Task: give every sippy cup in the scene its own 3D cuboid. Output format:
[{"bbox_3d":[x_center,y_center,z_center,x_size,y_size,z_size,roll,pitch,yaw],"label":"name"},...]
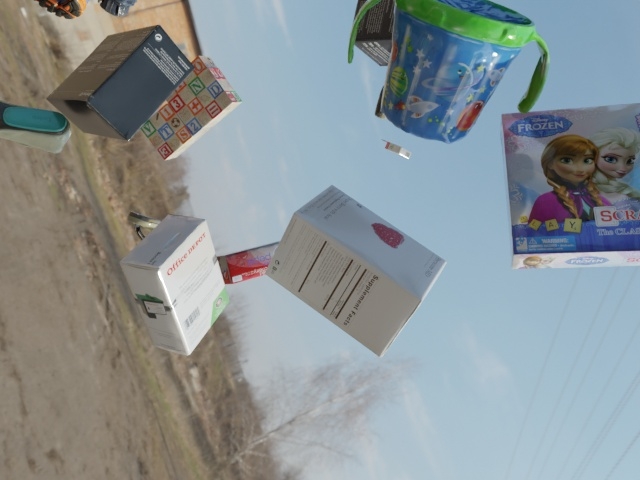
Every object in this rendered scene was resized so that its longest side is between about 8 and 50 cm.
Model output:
[{"bbox_3d":[0.213,-0.299,1.025,0.305,0.240,0.224,34,-55,25],"label":"sippy cup"}]

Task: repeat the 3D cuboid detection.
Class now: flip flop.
[{"bbox_3d":[-0.511,-0.022,1.800,0.277,0.112,0.080,73,31,-80],"label":"flip flop"}]

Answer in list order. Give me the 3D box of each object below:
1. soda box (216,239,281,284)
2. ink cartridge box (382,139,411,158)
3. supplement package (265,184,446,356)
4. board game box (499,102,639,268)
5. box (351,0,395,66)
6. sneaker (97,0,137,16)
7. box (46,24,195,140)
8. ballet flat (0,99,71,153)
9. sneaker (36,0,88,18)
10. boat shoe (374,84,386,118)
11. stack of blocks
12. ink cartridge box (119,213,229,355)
[{"bbox_3d":[-0.162,0.054,1.685,0.092,0.263,0.083,-9,-86,58],"label":"soda box"},{"bbox_3d":[0.272,-0.335,2.179,0.115,0.063,0.029,32,-81,46],"label":"ink cartridge box"},{"bbox_3d":[0.072,0.055,1.208,0.293,0.177,0.175,35,-55,9],"label":"supplement package"},{"bbox_3d":[0.504,-0.105,1.089,0.066,0.319,0.318,67,24,-59],"label":"board game box"},{"bbox_3d":[0.197,-0.479,1.358,0.207,0.153,0.108,10,-93,34],"label":"box"},{"bbox_3d":[-0.532,-0.664,1.550,0.086,0.163,0.226,37,20,-10],"label":"sneaker"},{"bbox_3d":[-0.374,-0.288,1.093,0.261,0.184,0.103,19,-26,51],"label":"box"},{"bbox_3d":[-0.590,-0.215,1.083,0.086,0.248,0.086,-166,-90,-69],"label":"ballet flat"},{"bbox_3d":[-0.415,-0.405,0.825,0.221,0.087,0.083,36,-33,-20],"label":"sneaker"},{"bbox_3d":[0.255,-0.404,1.664,0.120,0.324,0.122,21,-52,14],"label":"boat shoe"},{"bbox_3d":[-0.411,-0.405,1.829,0.171,0.297,0.087,53,19,-4],"label":"stack of blocks"},{"bbox_3d":[-0.270,0.082,1.133,0.093,0.160,0.219,9,-50,23],"label":"ink cartridge box"}]
